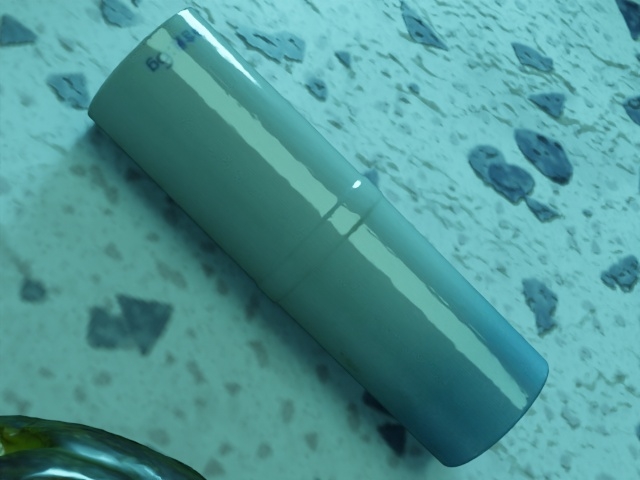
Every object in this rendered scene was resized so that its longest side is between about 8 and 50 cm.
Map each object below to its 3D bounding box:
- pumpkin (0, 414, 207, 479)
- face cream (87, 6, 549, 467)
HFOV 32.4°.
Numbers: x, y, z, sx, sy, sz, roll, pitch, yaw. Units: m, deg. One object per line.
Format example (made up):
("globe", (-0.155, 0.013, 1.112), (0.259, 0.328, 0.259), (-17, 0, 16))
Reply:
("pumpkin", (-0.036, 0.147, 0.387), (0.149, 0.130, 0.254), (-14, 70, -41))
("face cream", (0.000, 0.000, 0.545), (0.250, 0.077, 0.077), (45, 45, -2))
